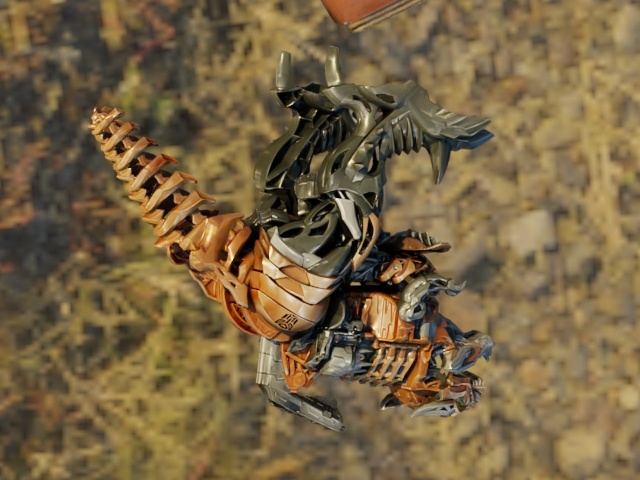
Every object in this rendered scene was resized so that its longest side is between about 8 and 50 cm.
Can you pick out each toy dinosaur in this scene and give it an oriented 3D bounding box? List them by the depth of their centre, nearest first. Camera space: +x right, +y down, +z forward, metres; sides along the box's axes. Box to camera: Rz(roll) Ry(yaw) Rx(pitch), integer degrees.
[{"bbox_3d":[0.000,0.000,1.255,0.322,0.164,0.218,37,76,-48],"label":"toy dinosaur"}]

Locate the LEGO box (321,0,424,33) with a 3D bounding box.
[{"bbox_3d":[0.018,-0.361,0.775,0.372,0.193,0.500,58,18,-22],"label":"LEGO box"}]
